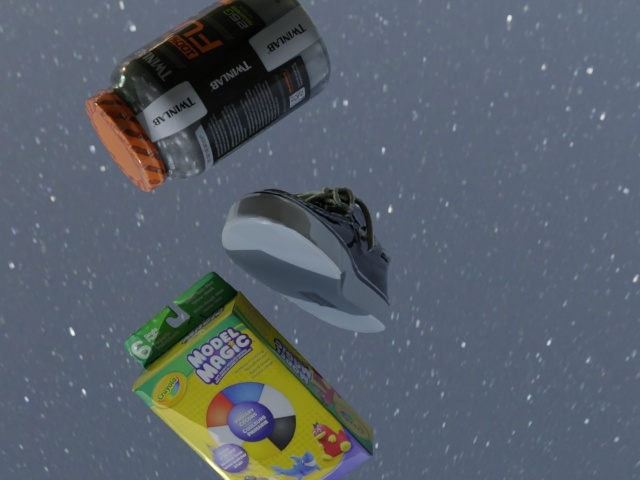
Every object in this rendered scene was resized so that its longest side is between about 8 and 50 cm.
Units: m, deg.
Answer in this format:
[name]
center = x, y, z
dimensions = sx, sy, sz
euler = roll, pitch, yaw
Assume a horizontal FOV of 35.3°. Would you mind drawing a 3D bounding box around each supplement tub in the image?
[supplement tub]
center = -0.095, -0.130, 0.856
dimensions = 0.190, 0.117, 0.117
euler = -37, -113, -18

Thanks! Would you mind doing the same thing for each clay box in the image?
[clay box]
center = -0.070, 0.146, 0.925
dimensions = 0.127, 0.053, 0.222
euler = -39, -74, 17

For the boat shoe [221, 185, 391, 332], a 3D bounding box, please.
[boat shoe]
center = 0.004, 0.000, 0.977
dimensions = 0.113, 0.306, 0.105
euler = 3, -109, 28
